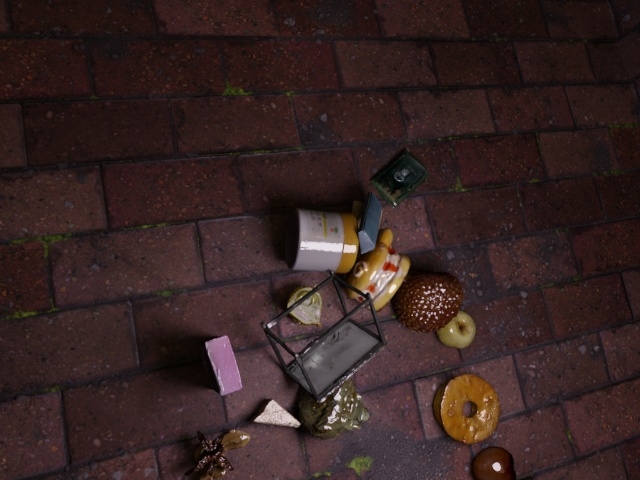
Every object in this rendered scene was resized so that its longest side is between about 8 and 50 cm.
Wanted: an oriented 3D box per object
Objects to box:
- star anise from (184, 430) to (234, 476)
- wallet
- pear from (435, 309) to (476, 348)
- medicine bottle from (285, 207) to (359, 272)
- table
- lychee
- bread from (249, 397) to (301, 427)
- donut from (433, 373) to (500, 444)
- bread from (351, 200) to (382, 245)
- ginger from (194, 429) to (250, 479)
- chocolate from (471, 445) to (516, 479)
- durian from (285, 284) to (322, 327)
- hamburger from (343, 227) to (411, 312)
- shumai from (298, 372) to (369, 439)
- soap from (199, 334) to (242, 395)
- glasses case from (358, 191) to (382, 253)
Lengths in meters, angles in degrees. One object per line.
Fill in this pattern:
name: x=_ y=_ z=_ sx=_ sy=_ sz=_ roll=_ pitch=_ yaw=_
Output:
star anise: x=-0.350 y=0.696 z=1.599 sx=0.158 sy=0.144 sz=0.140 roll=8 pitch=73 yaw=-12
wallet: x=0.345 y=-0.268 z=2.137 sx=0.236 sy=0.055 sz=0.160 roll=-42 pitch=87 yaw=-21
pear: x=0.550 y=0.362 z=2.025 sx=0.167 sy=0.136 sz=0.167 roll=4 pitch=74 yaw=-16
medicine bottle: x=0.000 y=0.000 z=1.864 sx=0.232 sy=0.238 sz=0.238 roll=5 pitch=77 yaw=-17
table: x=0.018 y=0.331 z=1.748 sx=0.335 sy=0.222 sz=0.272 roll=-36 pitch=129 yaw=-22
lychee: x=0.419 y=0.238 z=1.947 sx=0.267 sy=0.267 sz=0.267 roll=4 pitch=77 yaw=-18
bread: x=-0.160 y=0.645 z=1.757 sx=0.152 sy=0.077 sz=0.105 roll=42 pitch=65 yaw=-3
donut: x=0.575 y=0.670 z=1.980 sx=0.277 sy=0.108 sz=0.278 roll=4 pitch=77 yaw=-18
bread: x=0.177 y=-0.063 z=2.031 sx=0.139 sy=0.060 sz=0.178 roll=20 pitch=73 yaw=-14
ginger: x=-0.336 y=0.735 z=1.694 sx=0.214 sy=0.059 sz=0.133 roll=-16 pitch=76 yaw=-22
chocolate: x=0.679 y=0.899 z=1.953 sx=0.176 sy=0.177 sz=0.177 roll=4 pitch=77 yaw=-18
durian: x=-0.054 y=0.254 z=1.876 sx=0.146 sy=0.102 sz=0.208 roll=-50 pitch=120 yaw=-21
hamburger: x=0.214 y=0.107 z=1.896 sx=0.186 sy=0.261 sz=0.303 roll=38 pitch=91 yaw=-6
shumai: x=0.054 y=0.609 z=1.809 sx=0.218 sy=0.189 sz=0.256 roll=38 pitch=61 yaw=-30
soap: x=-0.337 y=0.411 z=1.653 sx=0.081 sy=0.259 sz=0.181 roll=-16 pitch=83 yaw=-21
glasses case: x=0.191 y=-0.071 z=1.877 sx=0.056 sy=0.105 sz=0.266 roll=0 pitch=37 yaw=14
